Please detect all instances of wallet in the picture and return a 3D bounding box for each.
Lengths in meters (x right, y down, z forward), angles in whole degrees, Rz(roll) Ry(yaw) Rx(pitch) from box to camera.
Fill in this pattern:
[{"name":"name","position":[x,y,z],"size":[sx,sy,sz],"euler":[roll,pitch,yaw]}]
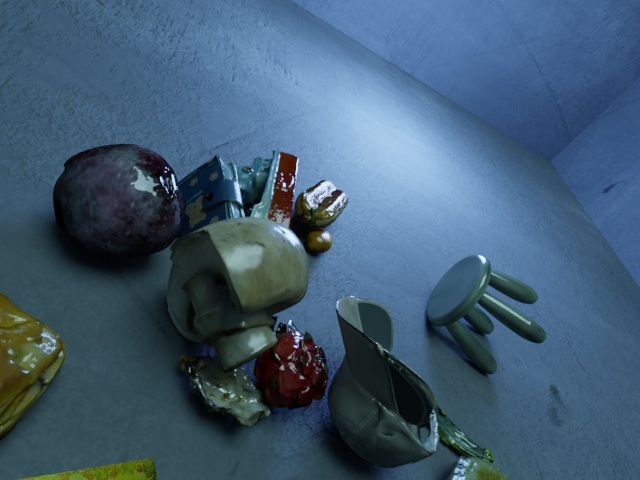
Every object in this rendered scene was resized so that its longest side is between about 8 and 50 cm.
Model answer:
[{"name":"wallet","position":[-0.203,-0.053,0.915],"size":[0.059,0.141,0.202],"euler":[43,22,-47]}]

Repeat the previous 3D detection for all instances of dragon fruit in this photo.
[{"name":"dragon fruit","position":[-0.044,0.194,0.786],"size":[0.121,0.142,0.130],"euler":[22,79,-16]}]

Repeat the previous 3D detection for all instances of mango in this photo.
[{"name":"mango","position":[0.000,0.000,1.132],"size":[0.060,0.046,0.089],"euler":[38,22,13]}]

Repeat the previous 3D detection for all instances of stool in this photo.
[{"name":"stool","position":[0.381,0.160,1.172],"size":[0.198,0.195,0.195],"euler":[35,33,-10]}]

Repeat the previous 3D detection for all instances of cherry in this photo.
[{"name":"cherry","position":[-0.311,-0.058,0.788],"size":[0.195,0.195,0.195],"euler":[25,36,-20]}]

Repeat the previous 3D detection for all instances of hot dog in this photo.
[{"name":"hot dog","position":[-0.002,-0.080,1.191],"size":[0.104,0.076,0.250],"euler":[32,25,1]}]

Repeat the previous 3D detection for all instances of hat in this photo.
[{"name":"hat","position":[0.080,0.221,0.785],"size":[0.232,0.161,0.275],"euler":[-121,-170,-67]}]

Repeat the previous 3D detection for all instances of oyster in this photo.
[{"name":"oyster","position":[-0.144,0.217,0.730],"size":[0.148,0.051,0.103],"euler":[46,16,9]}]

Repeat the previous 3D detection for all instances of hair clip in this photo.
[{"name":"hair clip","position":[0.247,0.357,0.953],"size":[0.188,0.033,0.060],"euler":[41,31,8]}]

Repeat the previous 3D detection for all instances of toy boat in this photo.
[{"name":"toy boat","position":[-0.121,-0.061,1.011],"size":[0.133,0.145,0.332],"euler":[7,37,-4]}]

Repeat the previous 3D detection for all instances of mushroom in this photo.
[{"name":"mushroom","position":[-0.105,0.071,0.748],"size":[0.188,0.253,0.195],"euler":[-20,79,-33]}]

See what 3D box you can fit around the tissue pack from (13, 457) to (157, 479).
[{"name":"tissue pack","position":[-0.258,0.294,0.520],"size":[0.175,0.062,0.095],"euler":[8,44,-37]}]

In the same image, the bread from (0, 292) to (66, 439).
[{"name":"bread","position":[-0.412,0.137,0.525],"size":[0.210,0.099,0.235],"euler":[34,33,-7]}]

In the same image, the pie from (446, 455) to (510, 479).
[{"name":"pie","position":[0.291,0.510,0.788],"size":[0.323,0.070,0.323],"euler":[27,37,-23]}]
